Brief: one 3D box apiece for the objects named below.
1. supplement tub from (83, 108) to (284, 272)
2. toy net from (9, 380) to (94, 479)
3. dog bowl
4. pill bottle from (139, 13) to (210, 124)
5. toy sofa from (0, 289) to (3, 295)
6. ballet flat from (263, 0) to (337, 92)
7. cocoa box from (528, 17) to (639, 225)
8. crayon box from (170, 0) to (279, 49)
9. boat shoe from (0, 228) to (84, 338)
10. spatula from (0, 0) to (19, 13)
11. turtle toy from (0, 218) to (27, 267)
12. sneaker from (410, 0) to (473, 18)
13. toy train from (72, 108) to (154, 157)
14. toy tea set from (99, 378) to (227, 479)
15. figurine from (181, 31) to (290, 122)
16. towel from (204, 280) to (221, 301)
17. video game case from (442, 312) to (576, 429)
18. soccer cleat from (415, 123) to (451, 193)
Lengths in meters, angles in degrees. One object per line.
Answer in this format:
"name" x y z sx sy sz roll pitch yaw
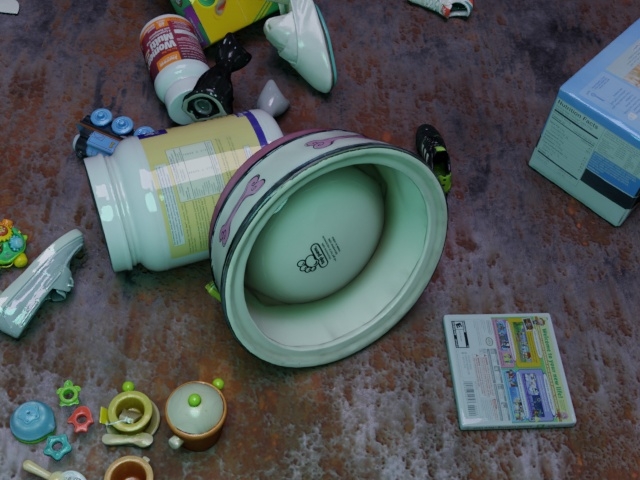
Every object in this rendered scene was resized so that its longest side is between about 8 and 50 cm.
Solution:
"supplement tub" -0.225 -0.083 1.526 0.331 0.241 0.241 -15 57 -15
"toy net" -0.396 0.335 1.337 0.122 0.045 0.232 -18 59 -19
"dog bowl" 0.000 0.000 1.411 0.408 0.408 0.150 -23 41 -20
"pill bottle" -0.290 -0.350 1.785 0.121 0.121 0.221 -14 56 -14
"toy sofa" -0.685 0.163 1.390 0.150 0.177 0.362 2 50 28
"ballet flat" -0.073 -0.495 1.835 0.139 0.139 0.400 -12 87 -13
"cocoa box" 0.623 -0.248 1.720 0.231 0.228 0.347 39 61 21
"crayon box" -0.213 -0.645 1.885 0.313 0.106 0.363 -35 106 -26
"boat shoe" -0.473 0.077 1.503 0.081 0.079 0.227 40 56 -6
"spatula" -0.784 -0.585 1.981 0.242 0.019 0.168 7 60 1
"turtle toy" -0.578 0.006 1.528 0.130 0.066 0.095 -17 56 -35
"sneaker" 0.278 -0.555 2.017 0.161 0.057 0.075 9 49 -1
"toy train" -0.396 -0.184 1.687 0.184 0.080 0.105 23 62 12
"toy tea set" -0.235 0.347 1.288 0.200 0.124 0.336 -2 55 -6
"figurine" -0.150 -0.278 1.720 0.092 0.215 0.209 -17 39 37
"towel" -0.085 0.023 1.491 0.237 0.102 0.021 -45 48 0
"video game case" 0.318 0.220 1.487 0.193 0.023 0.212 -1 54 -5
"soccer cleat" 0.231 -0.173 1.730 0.060 0.072 0.179 -4 55 -8
